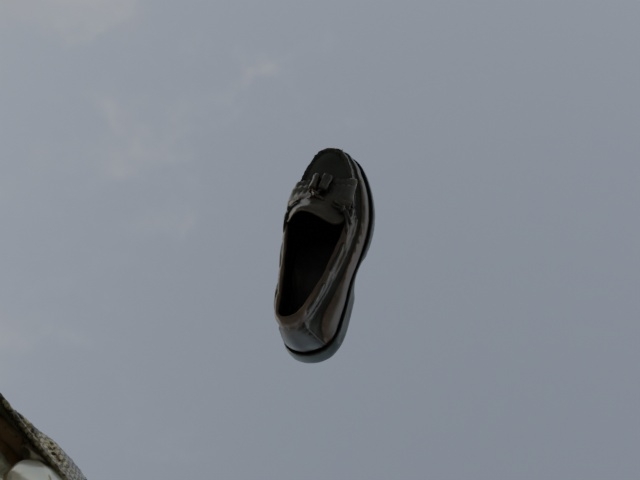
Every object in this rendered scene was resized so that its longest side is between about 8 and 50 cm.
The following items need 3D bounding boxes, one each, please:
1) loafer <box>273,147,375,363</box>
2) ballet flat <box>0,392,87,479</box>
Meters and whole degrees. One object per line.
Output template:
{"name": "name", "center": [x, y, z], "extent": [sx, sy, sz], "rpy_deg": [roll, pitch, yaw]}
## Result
{"name": "loafer", "center": [0.000, 0.000, 1.461], "extent": [0.096, 0.084, 0.267], "rpy_deg": [-7, -124, 22]}
{"name": "ballet flat", "center": [-0.372, 0.214, 1.372], "extent": [0.164, 0.182, 0.482], "rpy_deg": [-38, -97, -13]}
